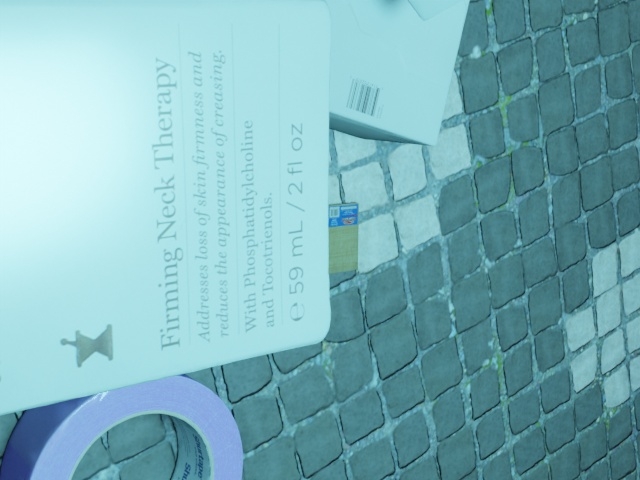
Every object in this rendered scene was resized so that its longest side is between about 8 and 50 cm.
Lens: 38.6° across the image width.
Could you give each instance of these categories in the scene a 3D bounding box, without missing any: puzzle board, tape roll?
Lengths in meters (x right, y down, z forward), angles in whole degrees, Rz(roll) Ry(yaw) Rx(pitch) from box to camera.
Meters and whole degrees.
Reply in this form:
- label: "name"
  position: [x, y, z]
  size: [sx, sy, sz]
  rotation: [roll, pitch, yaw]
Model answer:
- label: "puzzle board"
  position: [0.000, 0.000, 1.248]
  size: [0.128, 0.011, 0.097]
  rotation: [-7, 103, -36]
- label: "tape roll"
  position: [-0.231, 0.279, 1.085]
  size: [0.274, 0.090, 0.275]
  rotation: [-9, 106, -35]

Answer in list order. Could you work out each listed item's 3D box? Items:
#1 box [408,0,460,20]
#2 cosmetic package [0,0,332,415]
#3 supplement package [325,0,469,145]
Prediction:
- label: "box"
  position: [0.131, -0.454, 1.037]
  size: [0.215, 0.168, 0.345]
  rotation: [45, 33, -34]
- label: "cosmetic package"
  position: [-0.238, -0.061, 0.855]
  size: [0.393, 0.327, 0.330]
  rotation: [-9, 105, -34]
- label: "supplement package"
  position: [0.028, -0.246, 1.130]
  size: [0.261, 0.145, 0.204]
  rotation: [12, 92, -38]
